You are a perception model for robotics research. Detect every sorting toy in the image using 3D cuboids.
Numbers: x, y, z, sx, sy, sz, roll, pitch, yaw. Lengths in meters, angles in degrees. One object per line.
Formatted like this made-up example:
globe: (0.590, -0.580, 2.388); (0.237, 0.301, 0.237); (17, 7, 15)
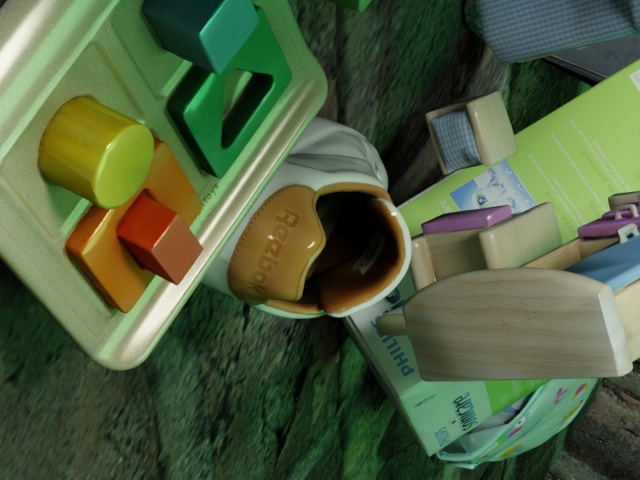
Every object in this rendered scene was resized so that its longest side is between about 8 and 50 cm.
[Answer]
sorting toy: (-0.066, -0.049, 0.749); (0.348, 0.047, 0.196); (-56, 150, -15)

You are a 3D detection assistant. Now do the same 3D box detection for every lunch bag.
lunch bag: (0.174, 0.072, 1.549); (0.262, 0.160, 0.223); (-67, 164, 1)

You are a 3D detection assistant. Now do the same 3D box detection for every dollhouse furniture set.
dollhouse furniture set: (0.095, -0.099, 0.975); (0.198, 0.286, 0.303); (-23, 101, -41)

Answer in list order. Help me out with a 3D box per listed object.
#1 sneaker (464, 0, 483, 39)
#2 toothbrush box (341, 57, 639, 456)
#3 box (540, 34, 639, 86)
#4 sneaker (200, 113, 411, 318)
sneaker: (0.140, -0.189, 1.185); (0.076, 0.065, 0.166); (-57, 165, -27)
toothbrush box: (0.155, 0.015, 1.270); (0.283, 0.122, 0.206); (-33, 161, -2)
box: (0.280, -0.188, 1.448); (0.165, 0.143, 0.270); (-64, 163, 7)
sneaker: (0.000, 0.000, 0.975); (0.106, 0.123, 0.290); (-66, 164, 12)
